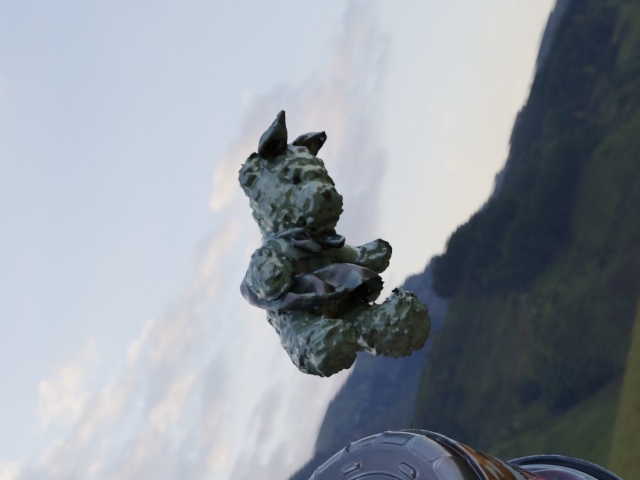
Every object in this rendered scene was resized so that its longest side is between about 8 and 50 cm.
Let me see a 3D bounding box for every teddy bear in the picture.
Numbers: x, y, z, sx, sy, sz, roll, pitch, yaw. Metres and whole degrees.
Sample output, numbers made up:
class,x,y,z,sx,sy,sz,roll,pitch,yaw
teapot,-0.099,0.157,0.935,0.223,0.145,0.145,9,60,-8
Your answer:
class,x,y,z,sx,sy,sz,roll,pitch,yaw
teddy bear,-0.008,0.016,0.782,0.133,0.213,0.111,-1,-32,-39

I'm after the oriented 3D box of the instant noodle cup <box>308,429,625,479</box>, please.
class,x,y,z,sx,sy,sz,roll,pitch,yaw
instant noodle cup,0.080,0.232,0.625,0.302,0.181,0.258,-42,36,20
